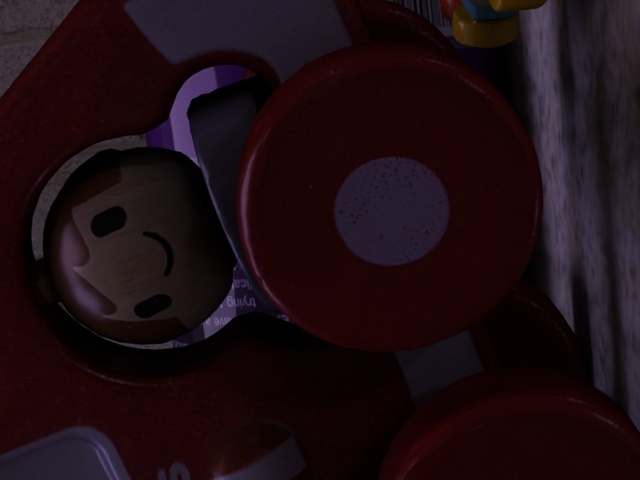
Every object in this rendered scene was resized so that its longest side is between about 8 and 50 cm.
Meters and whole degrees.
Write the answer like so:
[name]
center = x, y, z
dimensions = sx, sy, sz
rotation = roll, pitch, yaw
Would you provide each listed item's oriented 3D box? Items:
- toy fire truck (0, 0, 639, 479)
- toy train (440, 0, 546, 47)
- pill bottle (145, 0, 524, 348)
[toy fire truck]
center = -0.030, 0.050, 0.609
dimensions = 0.169, 0.254, 0.302
rotation = -104, -9, -74
[toy train]
center = 0.070, -0.137, 0.569
dimensions = 0.166, 0.046, 0.125
rotation = 108, 156, -79
[pill bottle]
center = 0.008, -0.016, 0.814
dimensions = 0.181, 0.181, 0.323
rotation = -115, 19, -85
